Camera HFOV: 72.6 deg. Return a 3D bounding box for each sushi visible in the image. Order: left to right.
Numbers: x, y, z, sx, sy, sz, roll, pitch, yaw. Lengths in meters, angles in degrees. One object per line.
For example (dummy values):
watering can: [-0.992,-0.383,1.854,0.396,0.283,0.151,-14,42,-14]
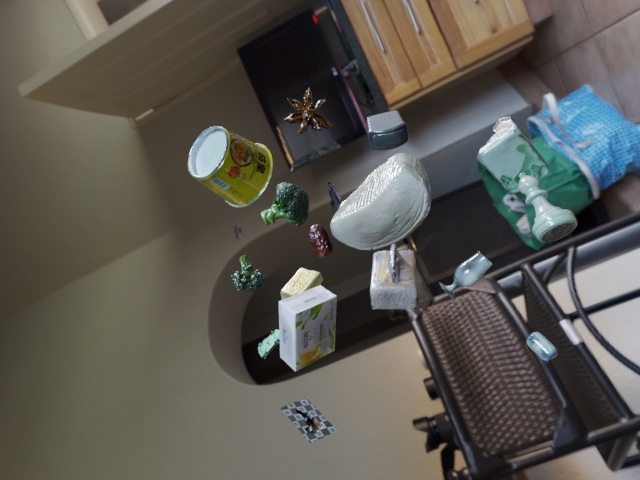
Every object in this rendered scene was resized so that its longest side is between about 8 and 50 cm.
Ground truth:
sushi: [-0.050,0.684,1.643,0.139,0.031,0.201,-3,-155,-42]

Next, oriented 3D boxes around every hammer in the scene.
hammer: [0.887,0.445,1.739,0.116,0.069,0.194,52,-179,44]

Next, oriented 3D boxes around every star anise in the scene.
star anise: [-0.060,-0.553,1.923,0.212,0.196,0.111,53,159,-18]

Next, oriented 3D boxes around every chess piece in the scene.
chess piece: [0.774,-0.136,1.542,0.139,0.139,0.272,50,-159,-54]

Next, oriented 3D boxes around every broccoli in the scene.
broccoli: [-0.311,0.144,1.852,0.167,0.154,0.160,-8,-106,-39]
broccoli: [-0.199,-0.186,2.492,0.298,0.297,0.297,58,180,-1]

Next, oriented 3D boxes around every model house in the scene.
model house: [0.815,-0.402,1.897,0.267,0.194,0.325,40,-146,-19]

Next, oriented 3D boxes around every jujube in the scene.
jujube: [0.000,0.000,1.641,0.077,0.077,0.129,-40,-73,-79]

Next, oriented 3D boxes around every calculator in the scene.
calculator: [0.087,-0.159,2.191,0.274,0.028,0.166,78,169,-55]

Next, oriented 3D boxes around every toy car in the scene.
toy car: [-0.190,0.391,1.655,0.035,0.122,0.059,39,-171,-42]

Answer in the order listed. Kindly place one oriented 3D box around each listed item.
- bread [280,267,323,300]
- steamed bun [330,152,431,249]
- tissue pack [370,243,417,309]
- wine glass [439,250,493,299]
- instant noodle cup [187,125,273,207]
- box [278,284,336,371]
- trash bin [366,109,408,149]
bread: [-0.090,0.219,2.058,0.188,0.125,0.068,-50,-41,-36]
steamed bun: [0.234,-0.106,1.533,0.236,0.383,0.247,43,-149,-14]
tissue pack: [0.342,0.150,2.053,0.239,0.238,0.306,61,-156,-24]
wine glass: [0.610,0.145,1.824,0.103,0.222,0.103,41,-163,-15]
instant noodle cup: [-0.412,-0.338,1.937,0.254,0.325,0.326,26,-141,-51]
box: [-0.047,0.321,1.608,0.111,0.194,0.261,31,129,43]
trash bin: [0.304,-0.507,2.004,0.236,0.176,0.101,-89,-16,-54]
